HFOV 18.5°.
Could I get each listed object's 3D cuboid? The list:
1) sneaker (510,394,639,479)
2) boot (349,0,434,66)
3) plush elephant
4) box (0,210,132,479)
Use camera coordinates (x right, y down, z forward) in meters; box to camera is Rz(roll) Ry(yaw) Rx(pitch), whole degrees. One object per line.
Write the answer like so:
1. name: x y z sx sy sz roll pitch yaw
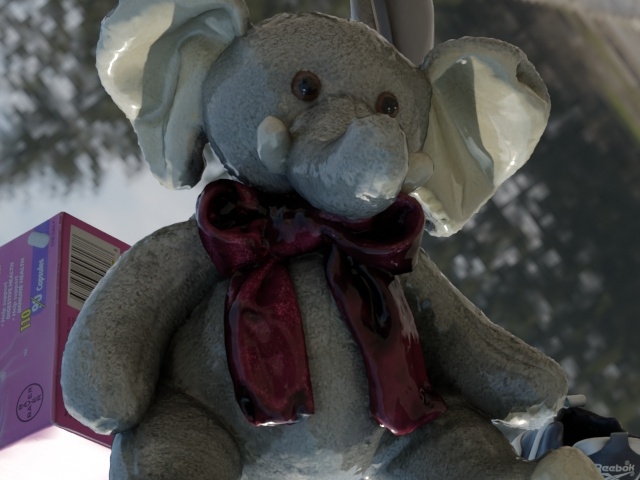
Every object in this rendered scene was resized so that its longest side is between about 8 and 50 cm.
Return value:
1. sneaker: 0.235 0.234 1.653 0.153 0.094 0.235 112 151 -47
2. boot: 0.034 -0.135 1.579 0.305 0.115 0.112 80 -154 -45
3. plush elephant: 0.000 0.000 1.023 0.330 0.272 0.255 -118 32 -63
4. box: -0.275 0.126 1.772 0.117 0.243 0.213 29 -133 -40
